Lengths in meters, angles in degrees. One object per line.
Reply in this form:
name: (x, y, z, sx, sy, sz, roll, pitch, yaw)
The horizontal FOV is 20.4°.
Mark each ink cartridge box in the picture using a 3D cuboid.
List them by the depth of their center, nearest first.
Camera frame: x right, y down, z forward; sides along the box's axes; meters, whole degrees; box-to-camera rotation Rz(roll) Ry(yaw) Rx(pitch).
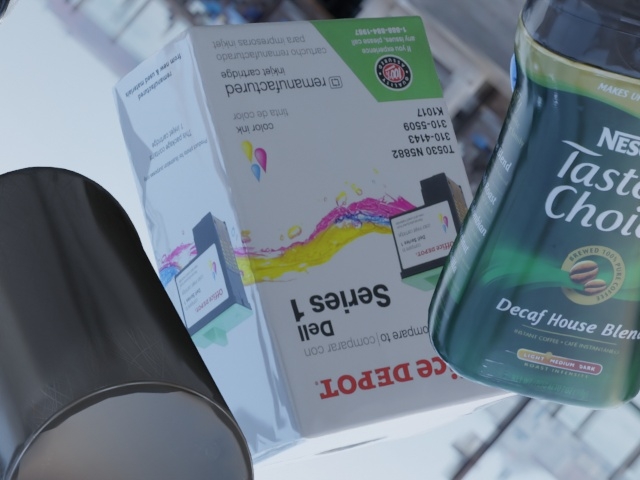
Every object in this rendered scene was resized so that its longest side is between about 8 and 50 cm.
ink cartridge box: (0.000, 0.000, 1.198, 0.117, 0.201, 0.278, -28, 75, 51)

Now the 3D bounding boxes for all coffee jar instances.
coffee jar: (0.111, -0.027, 0.726, 0.096, 0.184, 0.079, 12, -155, -4)

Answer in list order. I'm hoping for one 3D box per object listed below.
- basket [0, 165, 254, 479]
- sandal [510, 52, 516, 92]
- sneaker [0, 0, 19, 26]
basket: (-0.132, 0.088, 0.942, 0.154, 0.204, 0.227, 6, -165, -25)
sandal: (0.251, -0.039, 1.582, 0.138, 0.126, 0.317, -26, -88, -51)
sneaker: (-0.311, -0.270, 1.751, 0.099, 0.262, 0.121, 52, -166, -6)
